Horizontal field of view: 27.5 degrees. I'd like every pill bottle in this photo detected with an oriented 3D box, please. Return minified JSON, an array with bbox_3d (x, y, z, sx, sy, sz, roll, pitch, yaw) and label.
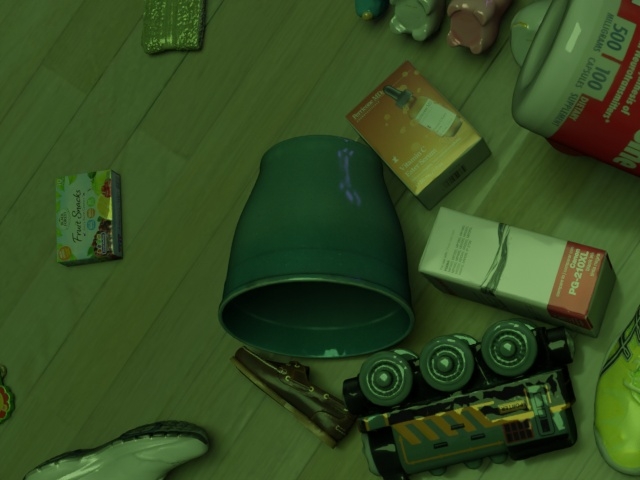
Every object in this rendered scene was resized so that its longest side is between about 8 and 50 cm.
[{"bbox_3d":[0.472,-0.178,1.676,0.407,0.229,0.229,22,85,-3],"label":"pill bottle"}]

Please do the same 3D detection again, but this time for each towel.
[{"bbox_3d":[-0.236,-0.376,2.124,0.110,0.027,0.148,-2,76,15],"label":"towel"}]

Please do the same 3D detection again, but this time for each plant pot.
[{"bbox_3d":[0.000,0.000,1.855,0.271,0.272,0.255,-5,62,16],"label":"plant pot"}]

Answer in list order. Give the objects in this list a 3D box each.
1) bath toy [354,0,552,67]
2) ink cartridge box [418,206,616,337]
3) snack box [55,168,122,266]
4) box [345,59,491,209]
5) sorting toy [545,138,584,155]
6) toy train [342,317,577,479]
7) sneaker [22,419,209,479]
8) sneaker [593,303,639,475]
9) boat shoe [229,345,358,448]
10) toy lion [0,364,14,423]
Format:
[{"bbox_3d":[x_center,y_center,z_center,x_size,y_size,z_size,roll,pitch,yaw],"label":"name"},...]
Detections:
[{"bbox_3d":[0.226,-0.357,1.934,0.348,0.129,0.151,24,130,22],"label":"bath toy"},{"bbox_3d":[0.273,0.044,1.796,0.237,0.172,0.100,16,82,20],"label":"ink cartridge box"},{"bbox_3d":[-0.369,-0.036,2.081,0.100,0.037,0.141,-8,75,16],"label":"snack box"},{"bbox_3d":[0.144,-0.155,1.924,0.130,0.091,0.170,-43,70,4],"label":"box"},{"bbox_3d":[0.454,-0.256,1.848,0.365,0.126,0.127,-37,97,2],"label":"sorting toy"},{"bbox_3d":[0.198,0.222,1.805,0.333,0.142,0.190,-16,83,13],"label":"toy train"},{"bbox_3d":[-0.293,0.354,1.951,0.297,0.111,0.129,-21,88,15],"label":"sneaker"},{"bbox_3d":[0.462,0.127,1.734,0.145,0.147,0.385,22,86,18],"label":"sneaker"},{"bbox_3d":[-0.037,0.215,1.909,0.207,0.073,0.073,37,88,14],"label":"boat shoe"},{"bbox_3d":[-0.535,0.248,2.074,0.100,0.034,0.096,-8,83,15],"label":"toy lion"}]
